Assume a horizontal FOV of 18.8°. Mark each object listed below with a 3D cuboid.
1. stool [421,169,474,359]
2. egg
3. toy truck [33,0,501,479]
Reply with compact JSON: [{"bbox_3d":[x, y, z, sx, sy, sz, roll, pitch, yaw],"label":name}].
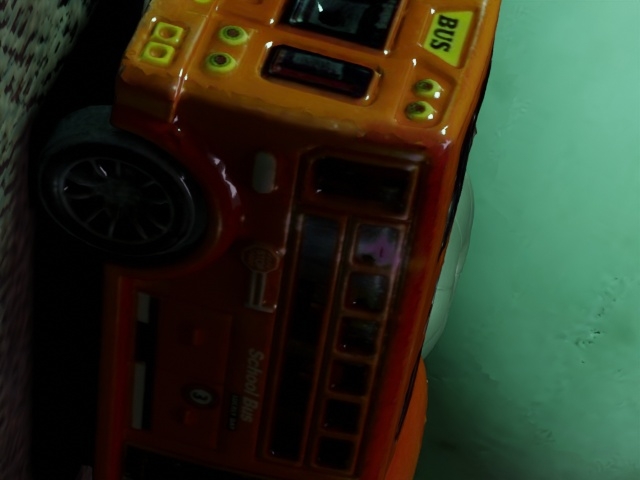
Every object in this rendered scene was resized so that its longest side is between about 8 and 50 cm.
[{"bbox_3d":[0.000,0.000,0.745,0.096,0.110,0.096,17,90,-84],"label":"stool"},{"bbox_3d":[0.118,-0.052,0.919,0.276,0.276,0.389,82,23,-77],"label":"egg"},{"bbox_3d":[-0.018,0.018,0.594,0.252,0.114,0.107,98,8,-47],"label":"toy truck"}]
